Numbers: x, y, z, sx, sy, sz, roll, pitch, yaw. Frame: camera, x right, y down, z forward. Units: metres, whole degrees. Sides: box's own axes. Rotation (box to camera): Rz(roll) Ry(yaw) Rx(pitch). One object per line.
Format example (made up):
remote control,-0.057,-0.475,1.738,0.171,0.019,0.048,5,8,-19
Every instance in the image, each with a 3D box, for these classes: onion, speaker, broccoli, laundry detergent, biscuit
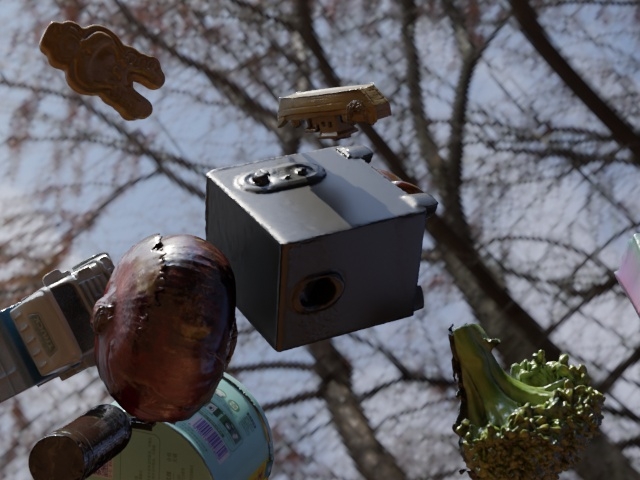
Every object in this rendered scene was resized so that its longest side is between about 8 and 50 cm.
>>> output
onion,-0.199,0.109,1.713,0.190,0.246,0.246,11,-26,-18
speaker,0.000,0.000,1.850,0.232,0.254,0.184,43,-43,47
broccoli,0.300,0.237,1.918,0.180,0.242,0.273,-10,-82,37
laundry detergent,-0.241,0.364,2.204,0.287,0.305,0.287,4,-77,17
biscuit,-0.398,-0.319,2.444,0.236,0.144,0.040,30,-35,-19

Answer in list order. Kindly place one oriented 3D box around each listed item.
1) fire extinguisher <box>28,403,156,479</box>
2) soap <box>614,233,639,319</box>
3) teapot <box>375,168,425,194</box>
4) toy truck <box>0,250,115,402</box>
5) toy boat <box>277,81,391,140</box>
fire extinguisher,-0.287,0.259,1.732,0.089,0.268,0.072,3,-86,8
soap,0.498,0.078,1.520,0.324,0.109,0.193,8,-51,-9
teapot,0.066,-0.054,2.139,0.252,0.178,0.135,-13,-49,47
toy truck,-0.400,0.140,1.967,0.367,0.175,0.146,-29,-91,54
toy boat,0.016,-0.173,1.847,0.206,0.064,0.072,0,-73,50
